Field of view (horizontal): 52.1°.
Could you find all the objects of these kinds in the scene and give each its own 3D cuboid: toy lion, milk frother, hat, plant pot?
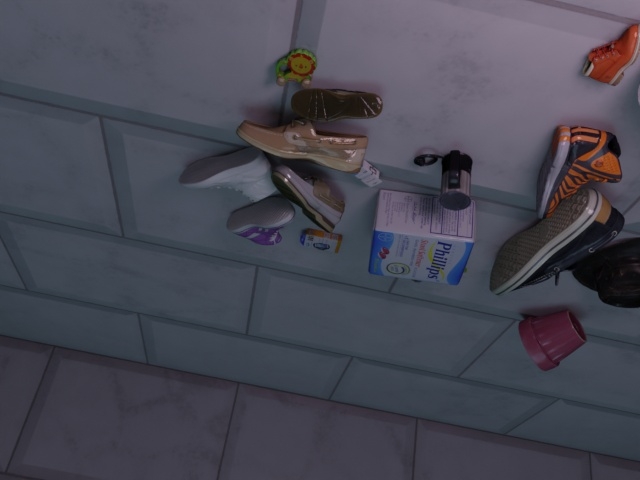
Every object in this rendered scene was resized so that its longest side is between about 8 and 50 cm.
[{"bbox_3d":[-0.058,-0.410,1.549,0.100,0.034,0.096,5,141,8],"label":"toy lion"},{"bbox_3d":[0.323,-0.163,1.732,0.143,0.135,0.129,-11,142,30],"label":"milk frother"},{"bbox_3d":[0.956,0.131,2.027,0.331,0.134,0.331,8,148,5],"label":"hat"},{"bbox_3d":[0.845,0.345,2.360,0.180,0.201,0.201,-33,130,27],"label":"plant pot"}]

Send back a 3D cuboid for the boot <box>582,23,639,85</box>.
[{"bbox_3d":[0.611,-0.391,1.368,0.084,0.059,0.158,15,149,2],"label":"boot"}]

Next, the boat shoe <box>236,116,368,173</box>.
[{"bbox_3d":[-0.046,-0.271,1.706,0.341,0.122,0.110,13,111,-10],"label":"boat shoe"}]

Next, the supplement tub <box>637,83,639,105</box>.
[{"bbox_3d":[0.822,-0.281,1.354,0.272,0.191,0.191,23,146,-19],"label":"supplement tub"}]

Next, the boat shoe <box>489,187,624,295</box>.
[{"bbox_3d":[0.671,0.034,1.910,0.156,0.187,0.500,25,140,-12],"label":"boat shoe"}]

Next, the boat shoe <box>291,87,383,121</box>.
[{"bbox_3d":[0.042,-0.330,1.599,0.223,0.080,0.073,2,-168,8],"label":"boat shoe"}]

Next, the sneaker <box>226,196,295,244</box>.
[{"bbox_3d":[-0.151,-0.053,2.086,0.282,0.102,0.161,-7,149,44],"label":"sneaker"}]

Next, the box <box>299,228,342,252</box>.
[{"bbox_3d":[0.000,0.000,2.184,0.136,0.028,0.081,13,148,-1],"label":"box"}]

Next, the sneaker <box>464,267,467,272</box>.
[{"bbox_3d":[0.371,0.106,2.192,0.234,0.084,0.097,-3,149,18],"label":"sneaker"}]

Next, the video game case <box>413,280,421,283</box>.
[{"bbox_3d":[0.324,0.111,2.283,0.122,0.011,0.087,26,144,-24],"label":"video game case"}]

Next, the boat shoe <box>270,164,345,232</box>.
[{"bbox_3d":[-0.032,-0.140,1.897,0.113,0.103,0.302,31,171,41],"label":"boat shoe"}]

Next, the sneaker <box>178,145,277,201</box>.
[{"bbox_3d":[-0.260,-0.166,1.917,0.292,0.108,0.169,-9,140,26],"label":"sneaker"}]

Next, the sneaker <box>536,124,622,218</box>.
[{"bbox_3d":[0.659,-0.155,1.662,0.180,0.125,0.321,7,148,7],"label":"sneaker"}]

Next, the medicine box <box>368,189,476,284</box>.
[{"bbox_3d":[0.301,-0.005,1.977,0.289,0.149,0.263,8,148,5],"label":"medicine box"}]

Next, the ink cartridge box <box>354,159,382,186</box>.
[{"bbox_3d":[0.132,-0.188,1.845,0.083,0.028,0.048,34,141,-32],"label":"ink cartridge box"}]
